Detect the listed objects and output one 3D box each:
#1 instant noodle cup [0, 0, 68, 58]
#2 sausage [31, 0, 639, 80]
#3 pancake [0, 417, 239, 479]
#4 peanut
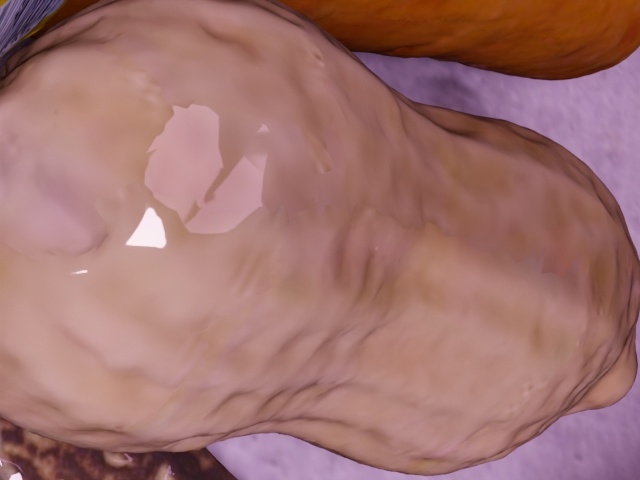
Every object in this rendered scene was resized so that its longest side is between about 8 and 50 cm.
[{"bbox_3d":[-0.157,-0.090,0.276,0.264,0.264,0.200,52,38,-8],"label":"instant noodle cup"},{"bbox_3d":[0.006,-0.103,0.522,0.271,0.109,0.108,-1,70,-39],"label":"sausage"},{"bbox_3d":[-0.068,0.120,0.400,0.184,0.020,0.190,53,44,-7],"label":"pancake"},{"bbox_3d":[0.000,0.000,0.448,0.257,0.124,0.123,11,62,-50],"label":"peanut"}]
